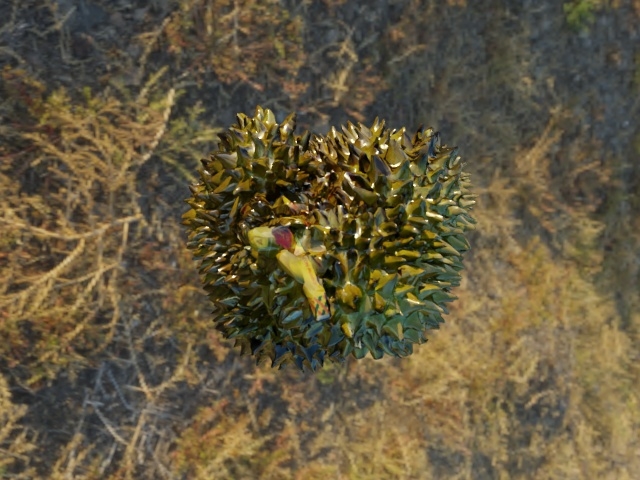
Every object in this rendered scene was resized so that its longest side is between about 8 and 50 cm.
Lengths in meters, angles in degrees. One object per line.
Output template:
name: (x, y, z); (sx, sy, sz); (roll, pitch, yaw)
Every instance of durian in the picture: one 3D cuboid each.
durian: (0.010, 0.002, 0.739); (0.258, 0.293, 0.258); (-1, 92, -21)
